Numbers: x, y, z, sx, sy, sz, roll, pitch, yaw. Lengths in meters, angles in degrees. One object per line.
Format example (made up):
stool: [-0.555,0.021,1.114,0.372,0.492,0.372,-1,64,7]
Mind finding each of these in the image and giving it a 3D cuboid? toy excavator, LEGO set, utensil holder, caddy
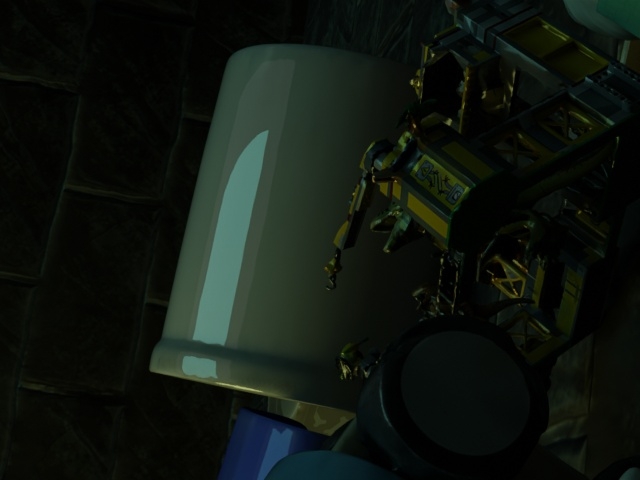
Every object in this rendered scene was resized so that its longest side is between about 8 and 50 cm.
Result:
toy excavator: [0.091,0.338,0.673,0.445,0.433,0.222,-52,-6,-32]
LEGO set: [0.097,-0.026,0.883,0.192,0.255,0.331,42,157,33]
utensil holder: [0.000,0.000,1.402,0.327,0.328,0.385,153,130,-78]
caddy: [0.000,0.298,1.299,0.341,0.241,0.179,155,129,-79]

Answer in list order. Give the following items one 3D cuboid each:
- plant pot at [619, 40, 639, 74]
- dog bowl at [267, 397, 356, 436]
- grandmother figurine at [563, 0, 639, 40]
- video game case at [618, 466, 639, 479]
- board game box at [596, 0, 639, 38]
plant pot: [0.265,-0.136,0.849,0.236,0.032,0.236,-170,90,-80]
dog bowl: [0.004,0.161,1.825,0.349,0.102,0.348,-169,90,-80]
grandmother figurine: [0.227,-0.274,0.924,0.342,0.104,0.207,-81,-16,-47]
video game case: [0.176,0.219,0.509,0.026,0.206,0.227,-49,-16,-47]
board game box: [0.237,-0.229,0.647,0.210,0.047,0.160,-50,-17,-14]
